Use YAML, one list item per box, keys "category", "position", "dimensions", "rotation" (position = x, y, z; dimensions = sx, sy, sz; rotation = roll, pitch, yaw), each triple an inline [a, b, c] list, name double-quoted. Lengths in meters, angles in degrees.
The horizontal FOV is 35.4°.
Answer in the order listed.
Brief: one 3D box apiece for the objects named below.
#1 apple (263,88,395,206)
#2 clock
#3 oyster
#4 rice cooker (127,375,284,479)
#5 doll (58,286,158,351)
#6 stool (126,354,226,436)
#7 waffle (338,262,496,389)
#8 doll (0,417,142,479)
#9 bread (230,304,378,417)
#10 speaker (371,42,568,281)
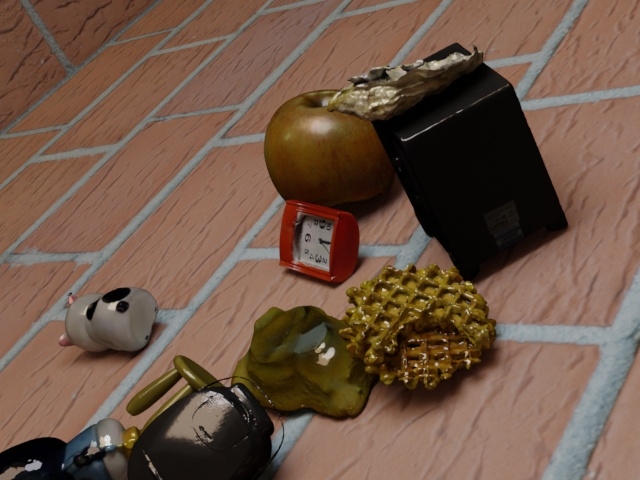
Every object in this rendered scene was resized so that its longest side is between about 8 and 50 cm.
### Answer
- category: "apple"
  position: [0.019, -0.147, 1.722]
  dimensions: [0.237, 0.207, 0.237]
  rotation: [-7, 24, 3]
- category: "clock"
  position: [0.000, 0.000, 1.618]
  dimensions: [0.061, 0.113, 0.155]
  rotation: [2, 9, -35]
- category: "oyster"
  position: [0.125, -0.209, 1.339]
  dimensions: [0.209, 0.072, 0.133]
  rotation: [-21, 14, -32]
- category: "rice cooker"
  position: [-0.143, 0.266, 1.258]
  dimensions: [0.203, 0.118, 0.142]
  rotation: [-35, 65, -9]
- category: "doll"
  position: [-0.363, 0.137, 1.721]
  dimensions: [0.180, 0.107, 0.110]
  rotation: [-13, 53, 41]
- category: "stool"
  position: [-0.188, 0.232, 1.374]
  dimensions: [0.135, 0.134, 0.110]
  rotation: [38, 87, 15]
- category: "waffle"
  position: [0.127, 0.105, 1.288]
  dimensions: [0.193, 0.070, 0.197]
  rotation: [-25, 43, -24]
- category: "doll"
  position: [-0.385, 0.340, 1.365]
  dimensions: [0.314, 0.141, 0.177]
  rotation: [-21, -16, -4]
- category: "bread"
  position: [-0.021, 0.158, 1.384]
  dimensions: [0.233, 0.088, 0.161]
  rotation: [-4, 35, 37]
- category: "speaker"
  position: [0.200, -0.115, 1.443]
  dimensions: [0.184, 0.254, 0.232]
  rotation: [-28, 28, 1]
